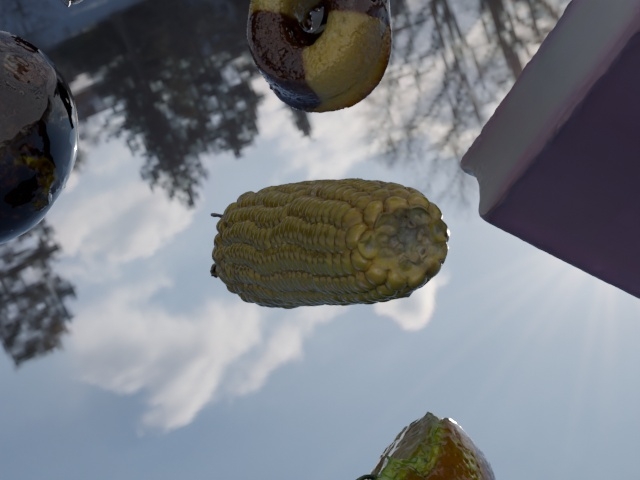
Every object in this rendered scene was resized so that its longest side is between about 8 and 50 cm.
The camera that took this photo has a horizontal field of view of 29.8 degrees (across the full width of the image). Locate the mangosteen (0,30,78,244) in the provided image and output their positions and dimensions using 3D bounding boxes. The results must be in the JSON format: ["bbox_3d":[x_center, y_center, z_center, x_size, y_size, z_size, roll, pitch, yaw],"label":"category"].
[{"bbox_3d":[-0.309,-0.093,0.976,0.192,0.217,0.192,-29,-130,41],"label":"mangosteen"}]

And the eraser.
[{"bbox_3d":[0.342,-0.069,1.020,0.272,0.359,0.122,-55,-157,22],"label":"eraser"}]

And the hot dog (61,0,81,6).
[{"bbox_3d":[-0.246,-0.357,1.306,0.268,0.075,0.144,-80,-165,-48],"label":"hot dog"}]

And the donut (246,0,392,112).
[{"bbox_3d":[-0.006,-0.233,1.289,0.166,0.184,0.073,6,172,25],"label":"donut"}]

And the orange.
[{"bbox_3d":[0.054,0.258,0.999,0.237,0.158,0.179,-21,162,-45],"label":"orange"}]

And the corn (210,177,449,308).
[{"bbox_3d":[0.000,0.000,0.918,0.106,0.106,0.305,-29,-172,-22],"label":"corn"}]
